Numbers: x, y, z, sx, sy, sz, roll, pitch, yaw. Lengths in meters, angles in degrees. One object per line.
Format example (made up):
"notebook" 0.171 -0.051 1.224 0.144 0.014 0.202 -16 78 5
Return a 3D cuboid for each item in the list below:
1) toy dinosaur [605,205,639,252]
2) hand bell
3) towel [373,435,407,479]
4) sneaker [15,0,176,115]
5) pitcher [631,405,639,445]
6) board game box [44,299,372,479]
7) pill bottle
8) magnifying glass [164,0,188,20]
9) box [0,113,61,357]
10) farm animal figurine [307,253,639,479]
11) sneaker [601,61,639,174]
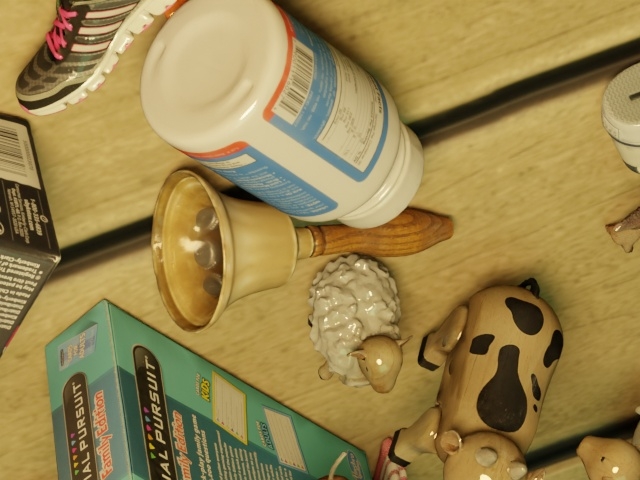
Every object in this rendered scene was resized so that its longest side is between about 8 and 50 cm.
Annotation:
"toy dinosaur" 0.370 -0.019 1.592 0.296 0.127 0.200 24 121 -29
"hand bell" 0.000 0.000 1.524 0.242 0.126 0.126 -5 134 -31
"towel" 0.071 0.293 1.731 0.029 0.197 0.144 1 132 -11
"sneaker" -0.164 -0.161 1.331 0.170 0.063 0.075 -44 130 16
"pitcher" 0.352 0.148 1.755 0.178 0.125 0.207 27 110 -12
"board game box" -0.073 0.230 1.587 0.079 0.254 0.336 -37 131 22
"pill bottle" -0.019 -0.086 1.392 0.124 0.124 0.221 -36 144 17
"magnifying glass" -0.003 -0.203 1.372 0.231 0.026 0.092 -23 135 2
"box" -0.318 0.041 1.396 0.143 0.165 0.270 16 126 -30
"farm animal figurine" 0.150 0.176 1.551 0.330 0.326 0.172 10 155 -20
"sneaker" 0.350 -0.124 1.519 0.258 0.094 0.091 -15 146 8
